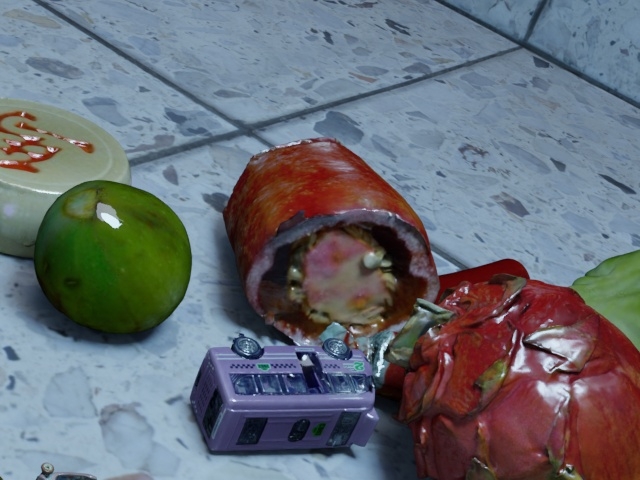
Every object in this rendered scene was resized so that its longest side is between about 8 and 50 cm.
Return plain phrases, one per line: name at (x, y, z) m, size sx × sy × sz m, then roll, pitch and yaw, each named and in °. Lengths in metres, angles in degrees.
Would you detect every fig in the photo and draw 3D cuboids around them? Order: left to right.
fig at (-0.242, 0.012, 1.224) m, size 0.181 × 0.191 × 0.181 m, roll -4°, pitch 58°, yaw 6°

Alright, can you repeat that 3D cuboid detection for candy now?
candy at (0.134, 0.170, 1.311) m, size 0.292 × 0.059 × 0.086 m, roll 18°, pitch 66°, yaw -9°

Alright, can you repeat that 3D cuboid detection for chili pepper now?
chili pepper at (0.000, 0.000, 1.419) m, size 0.251 × 0.229 × 0.305 m, roll -18°, pitch 25°, yaw -9°

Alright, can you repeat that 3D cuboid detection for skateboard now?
skateboard at (-0.229, 0.247, 0.983) m, size 0.063 × 0.032 × 0.083 m, roll 14°, pitch 25°, yaw -35°

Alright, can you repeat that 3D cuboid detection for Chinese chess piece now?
Chinese chess piece at (-0.378, -0.085, 1.372) m, size 0.273 × 0.102 × 0.273 m, roll 17°, pitch 29°, yaw -10°

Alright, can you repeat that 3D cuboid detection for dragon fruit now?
dragon fruit at (0.230, 0.186, 1.155) m, size 0.342 × 0.277 × 0.277 m, roll 38°, pitch 31°, yaw 9°

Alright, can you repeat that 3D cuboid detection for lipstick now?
lipstick at (0.209, 0.078, 1.529) m, size 0.241 × 0.080 × 0.080 m, roll -10°, pitch 42°, yaw -44°

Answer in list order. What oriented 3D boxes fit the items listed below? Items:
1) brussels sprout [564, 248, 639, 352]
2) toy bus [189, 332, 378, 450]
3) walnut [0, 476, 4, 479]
brussels sprout at (0.469, 0.140, 1.397) m, size 0.354 × 0.281 × 0.289 m, roll 3°, pitch 47°, yaw -4°
toy bus at (-0.035, 0.174, 1.172) m, size 0.198 × 0.096 × 0.108 m, roll 4°, pitch 37°, yaw -27°
walnut at (-0.295, 0.248, 0.796) m, size 0.167 × 0.167 × 0.207 m, roll -6°, pitch 41°, yaw -42°
